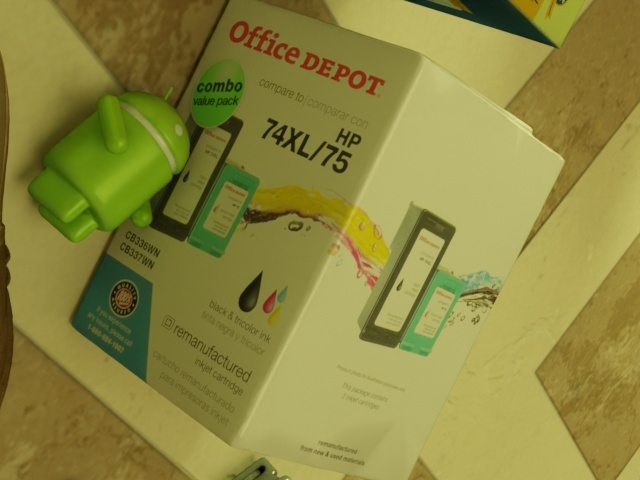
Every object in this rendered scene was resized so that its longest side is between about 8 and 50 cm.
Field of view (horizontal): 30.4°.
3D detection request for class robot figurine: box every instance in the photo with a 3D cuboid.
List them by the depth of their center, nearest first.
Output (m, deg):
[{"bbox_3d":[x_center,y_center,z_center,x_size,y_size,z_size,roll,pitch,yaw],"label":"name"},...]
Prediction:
[{"bbox_3d":[-0.135,-0.052,0.777,0.115,0.067,0.101,-43,153,-20],"label":"robot figurine"}]

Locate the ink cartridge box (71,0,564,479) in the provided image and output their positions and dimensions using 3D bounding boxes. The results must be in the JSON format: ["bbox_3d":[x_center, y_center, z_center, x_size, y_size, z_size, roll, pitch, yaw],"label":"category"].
[{"bbox_3d":[0.000,0.000,0.844,0.197,0.198,0.270,25,91,-48],"label":"ink cartridge box"}]

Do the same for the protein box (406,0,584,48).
[{"bbox_3d":[0.068,-0.248,0.776,0.200,0.201,0.136,26,91,-49],"label":"protein box"}]

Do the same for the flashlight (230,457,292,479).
[{"bbox_3d":[-0.128,0.311,0.953,0.304,0.103,0.103,-31,129,-29],"label":"flashlight"}]

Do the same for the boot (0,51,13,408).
[{"bbox_3d":[-0.234,0.011,0.714,0.115,0.112,0.305,-28,132,-72],"label":"boot"}]
